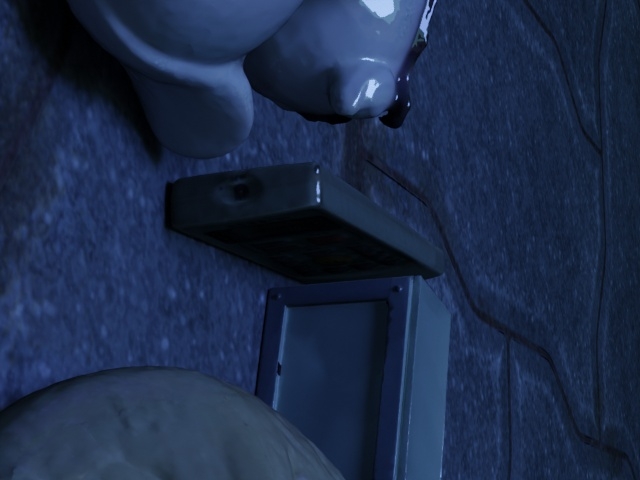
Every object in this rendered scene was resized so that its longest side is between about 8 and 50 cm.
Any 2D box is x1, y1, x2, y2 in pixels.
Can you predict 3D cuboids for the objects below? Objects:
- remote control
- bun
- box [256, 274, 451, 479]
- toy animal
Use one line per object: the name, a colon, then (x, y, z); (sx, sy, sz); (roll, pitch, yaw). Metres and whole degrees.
remote control: (0.000, 0.000, 1.105); (0.285, 0.123, 0.038); (32, 55, -64)
bun: (-0.069, 0.247, 0.769); (0.361, 0.213, 0.361); (28, 59, -60)
box: (0.022, 0.147, 1.108); (0.086, 0.129, 0.225); (47, 43, -54)
toy animal: (-0.049, -0.164, 0.937); (0.289, 0.249, 0.174); (-1, 46, -33)
